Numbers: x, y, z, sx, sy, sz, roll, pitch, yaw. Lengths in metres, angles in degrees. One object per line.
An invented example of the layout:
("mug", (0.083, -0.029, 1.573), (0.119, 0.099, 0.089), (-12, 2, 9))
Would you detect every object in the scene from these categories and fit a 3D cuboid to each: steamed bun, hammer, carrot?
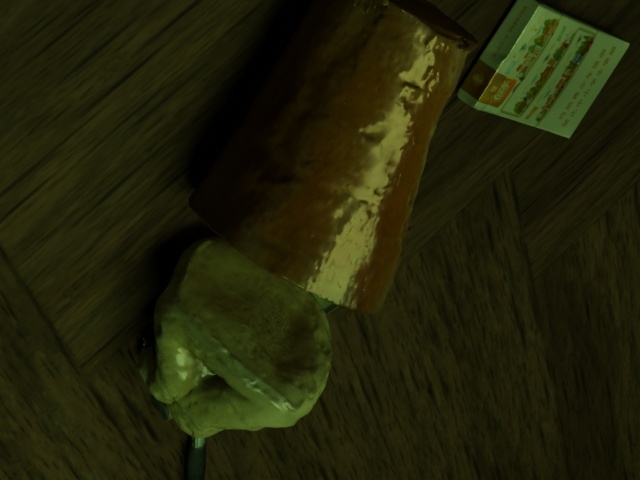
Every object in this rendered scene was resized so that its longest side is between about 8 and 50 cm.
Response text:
("steamed bun", (-0.093, 0.103, 1.711), (0.155, 0.172, 0.141), (-42, -169, 39))
("hammer", (-0.119, 0.208, 1.913), (0.103, 0.029, 0.246), (-31, 147, -28))
("carrot", (0.025, -0.090, 1.616), (0.196, 0.196, 0.254), (10, 112, -57))

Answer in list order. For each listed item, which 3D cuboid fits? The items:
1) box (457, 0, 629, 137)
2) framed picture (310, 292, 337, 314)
("box", (0.227, -0.172, 1.938), (0.122, 0.032, 0.220), (-57, 151, 14))
("framed picture", (0.000, 0.000, 1.849), (0.173, 0.010, 0.231), (-32, 146, -29))
